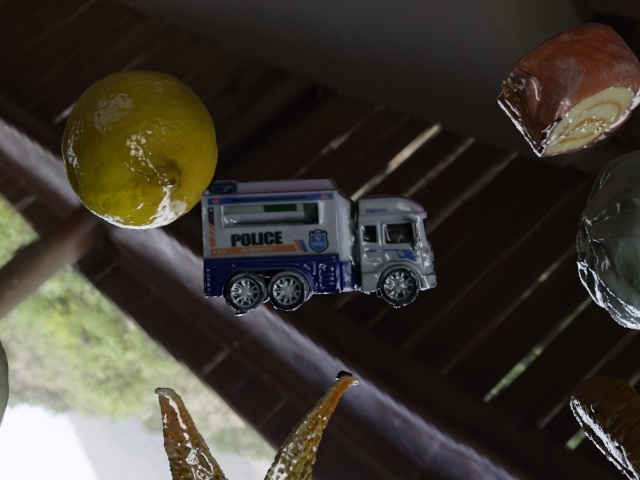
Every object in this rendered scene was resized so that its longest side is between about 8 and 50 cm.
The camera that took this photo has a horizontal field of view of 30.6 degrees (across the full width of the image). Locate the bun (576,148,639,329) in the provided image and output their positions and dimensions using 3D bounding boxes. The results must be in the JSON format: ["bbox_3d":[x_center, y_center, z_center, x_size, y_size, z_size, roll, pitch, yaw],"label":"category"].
[{"bbox_3d":[0.579,-0.005,2.161,0.194,0.354,0.354,5,159,1],"label":"bun"}]

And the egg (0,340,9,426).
[{"bbox_3d":[-0.523,0.203,1.586,0.337,0.201,0.337,169,90,-79],"label":"egg"}]

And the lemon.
[{"bbox_3d":[-0.266,-0.136,1.724,0.236,0.236,0.263,48,-176,-3],"label":"lemon"}]

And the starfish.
[{"bbox_3d":[-0.112,0.337,1.457,0.398,0.384,0.132,8,-163,-22],"label":"starfish"}]

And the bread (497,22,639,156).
[{"bbox_3d":[0.367,-0.218,1.724,0.123,0.244,0.190,54,131,19],"label":"bread"}]

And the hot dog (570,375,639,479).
[{"bbox_3d":[0.354,0.215,1.336,0.286,0.088,0.061,-130,28,-75],"label":"hot dog"}]

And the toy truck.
[{"bbox_3d":[0.000,0.000,1.378,0.124,0.268,0.155,-38,-55,-84],"label":"toy truck"}]
